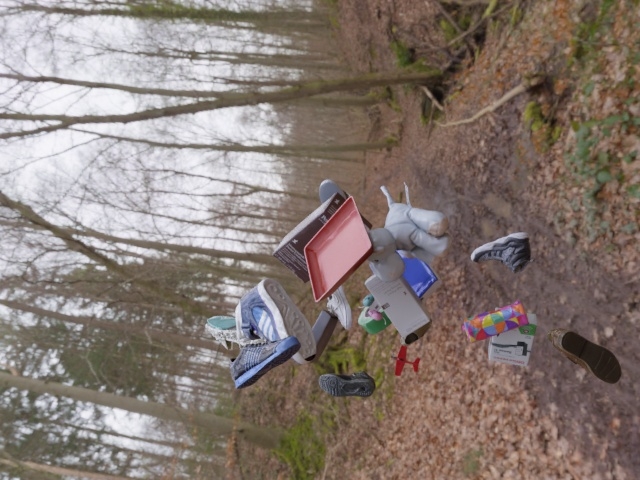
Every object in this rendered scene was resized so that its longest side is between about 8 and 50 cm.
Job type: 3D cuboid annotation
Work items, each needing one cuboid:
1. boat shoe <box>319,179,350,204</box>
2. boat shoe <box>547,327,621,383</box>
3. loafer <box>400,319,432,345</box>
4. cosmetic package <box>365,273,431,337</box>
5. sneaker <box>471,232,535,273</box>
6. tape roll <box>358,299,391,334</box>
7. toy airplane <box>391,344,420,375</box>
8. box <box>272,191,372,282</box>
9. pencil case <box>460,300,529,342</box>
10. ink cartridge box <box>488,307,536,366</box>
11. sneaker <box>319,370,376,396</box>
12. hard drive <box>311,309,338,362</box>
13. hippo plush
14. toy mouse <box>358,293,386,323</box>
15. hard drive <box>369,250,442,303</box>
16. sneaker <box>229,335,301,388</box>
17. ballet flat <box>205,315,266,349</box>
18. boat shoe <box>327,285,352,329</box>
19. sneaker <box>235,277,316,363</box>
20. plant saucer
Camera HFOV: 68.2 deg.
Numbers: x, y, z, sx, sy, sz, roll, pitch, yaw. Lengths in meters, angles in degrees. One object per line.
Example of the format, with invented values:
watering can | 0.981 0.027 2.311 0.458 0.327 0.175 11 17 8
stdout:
boat shoe | 0.092 -0.169 2.113 0.306 0.113 0.105 50 -147 -34
boat shoe | 1.010 0.430 1.810 0.111 0.307 0.104 -52 8 -6
loafer | 0.360 0.342 1.760 0.148 0.056 0.050 -47 -1 0
cosmetic package | 0.267 0.202 1.624 0.117 0.231 0.085 -37 -2 17
sneaker | 0.779 0.077 2.024 0.101 0.268 0.153 9 -119 -43
tape roll | 0.326 0.322 2.349 0.321 0.077 0.321 -45 5 5
toy airplane | 0.399 0.566 2.199 0.028 0.151 0.151 110 175 -68
box | 0.000 0.000 1.830 0.381 0.191 0.143 -39 13 44
pencil case | 0.649 0.304 1.767 0.104 0.236 0.104 -20 -90 -76
ink cartridge box | 0.760 0.386 1.879 0.087 0.153 0.209 -55 -32 -57
sneaker | 0.113 0.569 1.883 0.130 0.227 0.087 14 -105 -70
hard drive | -0.006 0.441 2.142 0.255 0.054 0.172 -63 -22 -2
hippo plush | 0.251 0.000 1.477 0.236 0.234 0.294 -36 -72 -28
toy mouse | 0.213 0.275 1.911 0.031 0.143 0.161 -47 -54 -53
hard drive | 0.310 0.121 1.781 0.210 0.040 0.319 -54 34 22
sneaker | -0.155 0.300 1.244 0.081 0.232 0.090 20 -143 -56
ballet flat | -0.349 0.411 2.003 0.147 0.408 0.147 -1 -89 -47
boat shoe | 0.073 0.288 2.108 0.096 0.088 0.268 97 163 -45
sneaker | -0.170 0.312 1.596 0.236 0.323 0.130 -45 -22 31
plant saucer | 0.058 0.030 1.460 0.258 0.047 0.259 -48 32 25
